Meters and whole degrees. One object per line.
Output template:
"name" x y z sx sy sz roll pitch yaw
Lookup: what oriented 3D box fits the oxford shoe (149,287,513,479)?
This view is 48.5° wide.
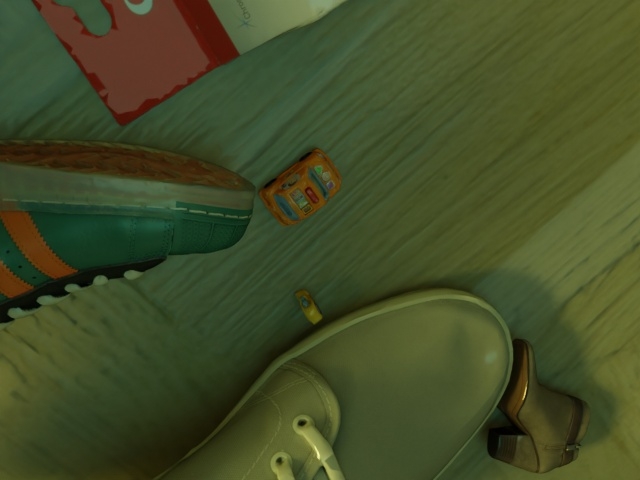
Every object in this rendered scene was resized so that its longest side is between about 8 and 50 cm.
"oxford shoe" -0.031 0.188 0.486 0.449 0.130 0.169 -31 103 -16

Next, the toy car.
"toy car" 0.000 0.000 0.506 0.060 0.040 0.122 -20 109 -6

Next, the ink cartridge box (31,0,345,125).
"ink cartridge box" -0.074 -0.203 0.424 0.232 0.066 0.189 -34 111 -6

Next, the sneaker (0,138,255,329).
"sneaker" -0.191 0.004 0.435 0.302 0.108 0.121 1 107 -5

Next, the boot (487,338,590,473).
"boot" 0.187 0.139 0.594 0.086 0.042 0.119 5 106 -21
